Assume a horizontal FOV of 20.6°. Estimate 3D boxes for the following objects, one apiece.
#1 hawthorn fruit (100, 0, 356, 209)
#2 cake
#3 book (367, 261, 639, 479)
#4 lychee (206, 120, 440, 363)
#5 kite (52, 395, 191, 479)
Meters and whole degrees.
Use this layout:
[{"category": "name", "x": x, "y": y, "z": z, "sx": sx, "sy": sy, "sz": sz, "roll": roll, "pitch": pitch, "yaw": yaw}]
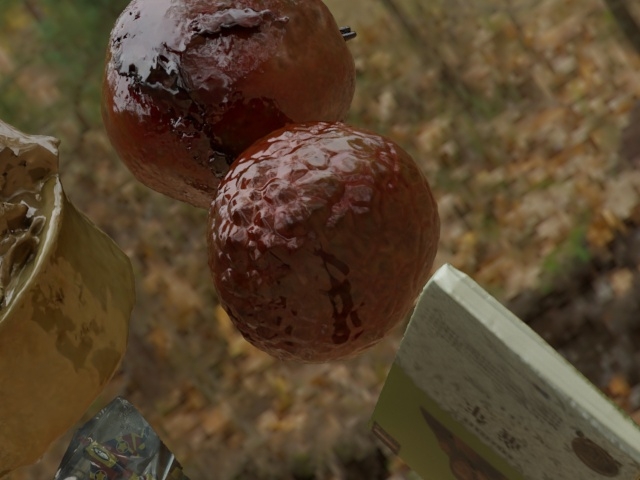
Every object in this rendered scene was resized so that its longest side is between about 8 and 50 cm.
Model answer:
[{"category": "hawthorn fruit", "x": -0.111, "y": -0.168, "z": 1.998, "sx": 0.316, "sy": 0.316, "sz": 0.316, "roll": -33, "pitch": 10, "yaw": 7}, {"category": "cake", "x": -0.369, "y": 0.021, "z": 1.560, "sx": 0.332, "sy": 0.321, "sz": 0.332, "roll": -24, "pitch": 38, "yaw": 21}, {"category": "book", "x": 0.161, "y": 0.175, "z": 1.585, "sx": 0.035, "sy": 0.239, "sz": 0.352, "roll": -43, "pitch": -14, "yaw": -25}, {"category": "lychee", "x": 0.000, "y": 0.000, "z": 1.794, "sx": 0.255, "sy": 0.255, "sz": 0.300, "roll": -34, "pitch": -18, "yaw": 5}, {"category": "kite", "x": -0.200, "y": 0.307, "z": 2.139, "sx": 0.141, "sy": 0.245, "sz": 0.015, "roll": -53, "pitch": 3, "yaw": -3}]
